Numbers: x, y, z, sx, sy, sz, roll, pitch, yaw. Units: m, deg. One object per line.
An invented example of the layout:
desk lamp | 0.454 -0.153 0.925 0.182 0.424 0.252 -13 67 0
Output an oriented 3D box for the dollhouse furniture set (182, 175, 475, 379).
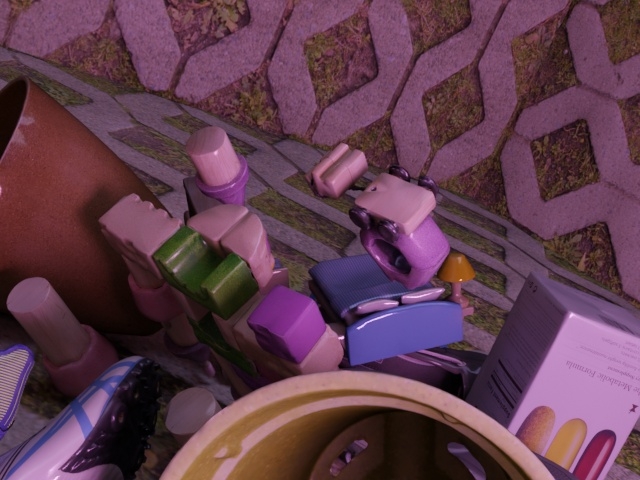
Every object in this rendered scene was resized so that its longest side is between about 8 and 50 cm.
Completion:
dollhouse furniture set | 0.000 0.000 1.198 0.303 0.198 0.286 -10 22 -12

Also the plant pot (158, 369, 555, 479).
plant pot | 0.046 0.217 0.687 0.276 0.276 0.254 28 4 12

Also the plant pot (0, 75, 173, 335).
plant pot | -0.265 -0.005 1.050 0.254 0.237 0.237 33 8 -30

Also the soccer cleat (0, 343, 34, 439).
soccer cleat | -0.323 0.052 0.676 0.289 0.121 0.093 28 -20 14

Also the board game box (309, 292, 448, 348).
board game box | 0.086 0.136 1.434 0.212 0.039 0.160 22 14 -7

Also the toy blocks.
toy blocks | -0.060 0.089 0.932 0.289 0.309 0.260 27 -27 37

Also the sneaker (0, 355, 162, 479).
sneaker | -0.184 0.156 0.656 0.086 0.085 0.237 14 41 22

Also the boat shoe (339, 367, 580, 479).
boat shoe | 0.120 0.238 1.039 0.320 0.103 0.118 24 32 21

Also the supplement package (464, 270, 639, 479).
supplement package | 0.261 0.184 1.127 0.139 0.244 0.134 21 14 -12

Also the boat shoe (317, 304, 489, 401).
boat shoe | 0.124 0.179 1.238 0.335 0.112 0.095 21 31 8
